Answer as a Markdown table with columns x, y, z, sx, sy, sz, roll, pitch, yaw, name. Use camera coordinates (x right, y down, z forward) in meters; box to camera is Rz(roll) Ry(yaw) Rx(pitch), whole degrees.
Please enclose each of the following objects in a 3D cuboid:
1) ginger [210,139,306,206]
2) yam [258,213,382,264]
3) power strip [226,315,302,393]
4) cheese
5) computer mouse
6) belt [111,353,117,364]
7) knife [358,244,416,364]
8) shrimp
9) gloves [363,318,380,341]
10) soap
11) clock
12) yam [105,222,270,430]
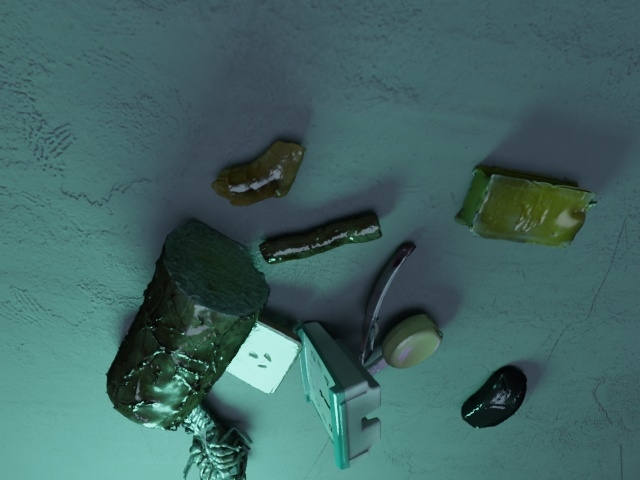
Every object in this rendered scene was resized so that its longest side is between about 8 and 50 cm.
| x | y | z | sx | sy | sz | roll | pitch | yaw | name |
| --- | --- | --- | --- | --- | --- | --- | --- | --- | --- |
| -0.109 | -0.122 | 0.773 | 0.190 | 0.069 | 0.095 | -21 | 124 | 7 | ginger |
| 0.000 | 0.000 | 0.856 | 0.253 | 0.061 | 0.061 | -15 | 120 | 6 | yam |
| -0.160 | 0.243 | 0.982 | 0.213 | 0.064 | 0.198 | 30 | 116 | -4 | power strip |
| 0.185 | 0.266 | 0.992 | 0.227 | 0.064 | 0.137 | -37 | 130 | 4 | cheese |
| 0.483 | 0.443 | 1.133 | 0.122 | 0.073 | 0.217 | 21 | 118 | -15 | computer mouse |
| -0.392 | 0.285 | 0.982 | 0.199 | 0.078 | 0.151 | -11 | 119 | 0 | belt |
| 0.135 | 0.131 | 0.910 | 0.053 | 0.123 | 0.277 | 22 | 100 | 13 | knife |
| -0.290 | 0.557 | 1.109 | 0.222 | 0.166 | 0.410 | -18 | 107 | 9 | shrimp |
| 0.125 | 0.217 | 1.005 | 0.044 | 0.037 | 0.080 | -26 | 120 | -27 | gloves |
| 0.410 | -0.065 | 0.837 | 0.234 | 0.076 | 0.134 | 9 | 118 | -7 | soap |
| 0.040 | 0.349 | 0.970 | 0.116 | 0.231 | 0.262 | -15 | 121 | -19 | clock |
| -0.262 | 0.171 | 0.804 | 0.241 | 0.241 | 0.348 | 26 | 104 | -17 | yam |
